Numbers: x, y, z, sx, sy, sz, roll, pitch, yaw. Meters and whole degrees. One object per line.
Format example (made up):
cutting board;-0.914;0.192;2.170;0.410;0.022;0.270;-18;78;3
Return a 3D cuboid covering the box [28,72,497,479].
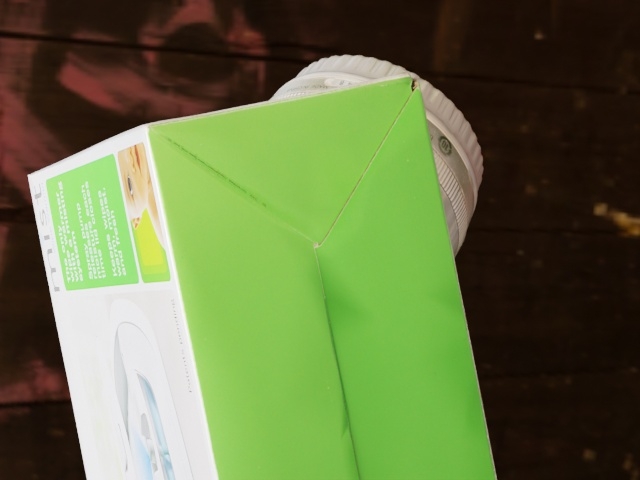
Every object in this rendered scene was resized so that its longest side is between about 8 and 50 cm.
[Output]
box;-0.028;0.074;0.740;0.127;0.231;0.262;-12;-87;-23

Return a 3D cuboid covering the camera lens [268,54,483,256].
camera lens;0.000;0.000;1.408;0.219;0.219;0.274;53;-130;-29
